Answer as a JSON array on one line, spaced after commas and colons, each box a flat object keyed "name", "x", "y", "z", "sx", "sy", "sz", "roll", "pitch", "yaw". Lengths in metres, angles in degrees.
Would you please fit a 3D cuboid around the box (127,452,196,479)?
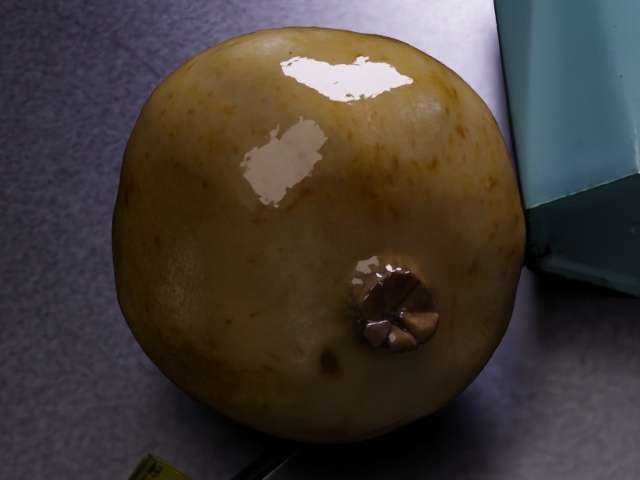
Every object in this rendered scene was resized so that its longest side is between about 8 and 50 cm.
[{"name": "box", "x": -0.001, "y": 0.212, "z": 0.694, "sx": 0.279, "sy": 0.041, "sz": 0.153, "roll": 25, "pitch": 66, "yaw": 23}]

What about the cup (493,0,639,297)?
[{"name": "cup", "x": 0.141, "y": -0.101, "z": 0.820, "sx": 0.148, "sy": 0.134, "sz": 0.235, "roll": -1, "pitch": 59, "yaw": 12}]

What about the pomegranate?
[{"name": "pomegranate", "x": 0.000, "y": 0.000, "z": 0.742, "sx": 0.196, "sy": 0.196, "sz": 0.196, "roll": -4, "pitch": 57, "yaw": 6}]
